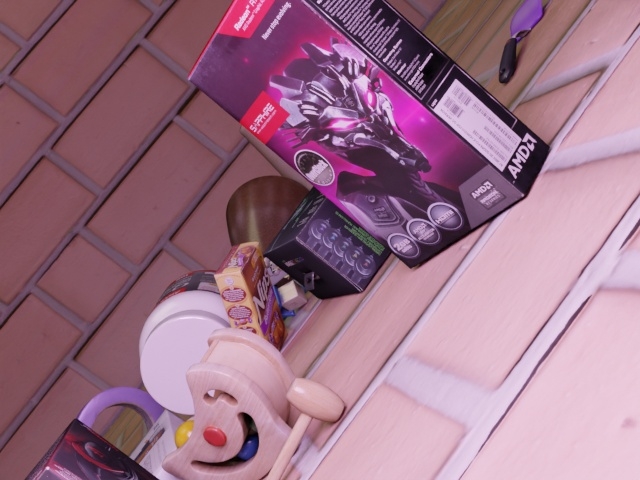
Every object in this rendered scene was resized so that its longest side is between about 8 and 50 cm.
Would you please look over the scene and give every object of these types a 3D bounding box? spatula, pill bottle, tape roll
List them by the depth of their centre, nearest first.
[{"bbox_3d":[0.337,-0.344,1.480,0.084,0.030,0.296,-46,10,42],"label":"spatula"},{"bbox_3d":[-0.222,0.182,1.597,0.210,0.210,0.363,-51,7,3],"label":"pill bottle"},{"bbox_3d":[-0.405,0.395,1.746,0.189,0.189,0.080,-55,9,-25],"label":"tape roll"}]

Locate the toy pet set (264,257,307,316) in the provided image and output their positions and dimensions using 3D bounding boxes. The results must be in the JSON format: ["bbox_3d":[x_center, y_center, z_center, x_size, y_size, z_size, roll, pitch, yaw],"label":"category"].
[{"bbox_3d":[-0.068,0.083,1.582,0.065,0.122,0.114,-29,55,15],"label":"toy pet set"}]

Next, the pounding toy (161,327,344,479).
[{"bbox_3d":[-0.107,0.212,0.980,0.269,0.154,0.155,-46,9,37],"label":"pounding toy"}]

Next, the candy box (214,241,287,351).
[{"bbox_3d":[-0.113,0.109,1.428,0.053,0.186,0.109,-10,24,17],"label":"candy box"}]

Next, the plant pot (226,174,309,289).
[{"bbox_3d":[-0.107,0.006,1.890,0.215,0.215,0.230,-48,23,25],"label":"plant pot"}]

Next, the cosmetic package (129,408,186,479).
[{"bbox_3d":[-0.270,0.409,1.254,0.284,0.097,0.377,-55,8,-10],"label":"cosmetic package"}]

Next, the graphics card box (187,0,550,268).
[{"bbox_3d":[0.044,-0.148,0.979,0.094,0.371,0.233,-56,10,-35],"label":"graphics card box"}]

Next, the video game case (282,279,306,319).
[{"bbox_3d":[-0.073,0.129,1.715,0.119,0.015,0.166,-52,7,-5],"label":"video game case"}]

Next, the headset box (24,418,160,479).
[{"bbox_3d":[-0.226,0.321,0.924,0.110,0.218,0.293,-52,7,-7],"label":"headset box"}]

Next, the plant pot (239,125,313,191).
[{"bbox_3d":[-0.010,-0.253,2.052,0.334,0.305,0.334,-49,8,9],"label":"plant pot"}]

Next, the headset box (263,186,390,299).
[{"bbox_3d":[0.050,-0.044,1.361,0.283,0.131,0.246,-53,8,-15],"label":"headset box"}]
